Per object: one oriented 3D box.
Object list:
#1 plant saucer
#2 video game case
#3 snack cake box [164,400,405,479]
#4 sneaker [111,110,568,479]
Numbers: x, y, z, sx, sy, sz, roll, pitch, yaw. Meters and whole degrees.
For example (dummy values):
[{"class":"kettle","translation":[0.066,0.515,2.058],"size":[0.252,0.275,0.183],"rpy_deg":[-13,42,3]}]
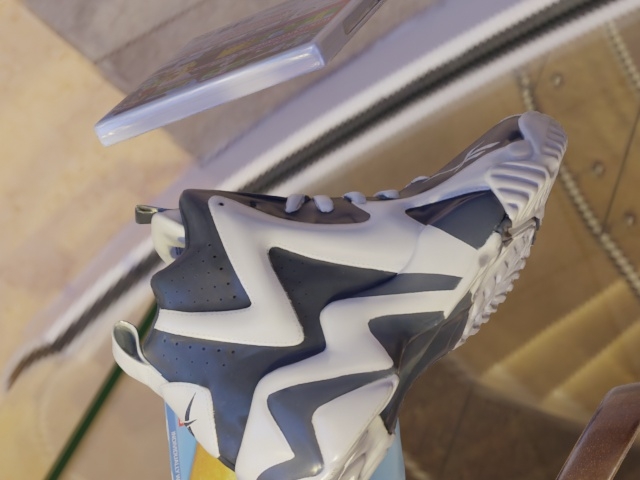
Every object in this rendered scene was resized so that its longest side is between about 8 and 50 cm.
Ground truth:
[{"class":"plant saucer","translation":[0.151,0.151,1.104],"size":[0.029,0.168,0.168],"rpy_deg":[28,130,11]},{"class":"video game case","translation":[-0.051,-0.141,1.412],"size":[0.201,0.183,0.023],"rpy_deg":[-17,109,29]},{"class":"snack cake box","translation":[-0.019,0.190,1.236],"size":[0.089,0.264,0.152],"rpy_deg":[4,161,-35]},{"class":"sneaker","translation":[0.000,0.000,0.836],"size":[0.153,0.235,0.094],"rpy_deg":[31,154,14]}]
